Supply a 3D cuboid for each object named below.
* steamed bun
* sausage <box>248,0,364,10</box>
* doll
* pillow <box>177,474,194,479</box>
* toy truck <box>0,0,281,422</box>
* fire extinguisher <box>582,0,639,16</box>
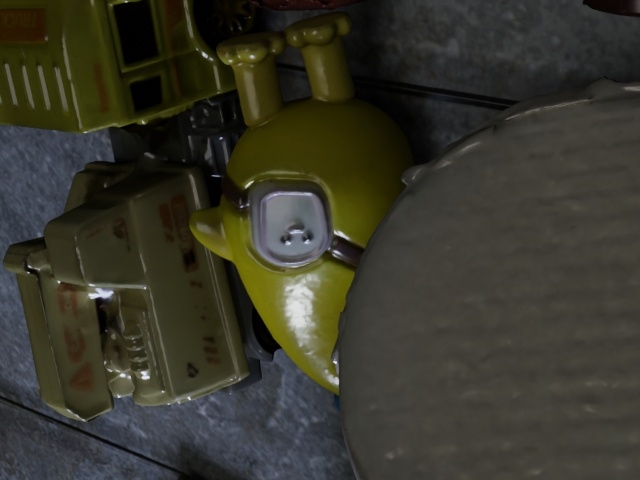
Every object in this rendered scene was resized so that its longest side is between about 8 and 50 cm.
[{"bbox_3d":[0.207,0.092,0.812,0.374,0.241,0.374,-11,67,28],"label":"steamed bun"},{"bbox_3d":[-0.004,-0.214,0.973,0.141,0.076,0.076,5,116,42],"label":"sausage"},{"bbox_3d":[0.000,0.000,1.026,0.199,0.145,0.363,-13,113,0],"label":"doll"},{"bbox_3d":[-0.078,0.341,1.359,0.203,0.038,0.113,23,126,28],"label":"pillow"},{"bbox_3d":[-0.156,-0.048,1.074,0.181,0.254,0.405,9,115,42],"label":"toy truck"},{"bbox_3d":[0.220,-0.302,0.711,0.141,0.105,0.341,3,110,9],"label":"fire extinguisher"}]
